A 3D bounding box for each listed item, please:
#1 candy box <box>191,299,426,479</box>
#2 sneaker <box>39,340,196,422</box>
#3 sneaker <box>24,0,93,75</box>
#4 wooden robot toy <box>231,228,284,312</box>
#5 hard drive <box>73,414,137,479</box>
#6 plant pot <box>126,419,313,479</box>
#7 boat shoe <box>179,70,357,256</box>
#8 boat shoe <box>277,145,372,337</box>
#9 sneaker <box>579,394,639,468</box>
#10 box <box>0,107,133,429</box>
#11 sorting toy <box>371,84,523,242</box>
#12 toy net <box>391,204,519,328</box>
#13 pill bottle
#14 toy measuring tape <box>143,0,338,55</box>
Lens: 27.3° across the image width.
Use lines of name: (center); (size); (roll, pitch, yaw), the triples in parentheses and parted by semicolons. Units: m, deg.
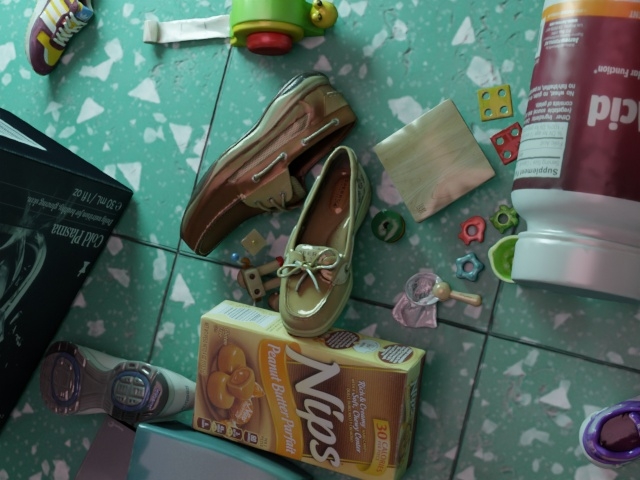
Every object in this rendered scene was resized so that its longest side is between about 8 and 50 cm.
candy box: (-0.020, 0.213, 1.871); (0.317, 0.087, 0.182); (13, 111, 21)
sneaker: (-0.308, 0.224, 1.989); (0.297, 0.129, 0.111); (10, 86, 39)
sneaker: (-0.412, -0.351, 2.112); (0.084, 0.069, 0.185); (12, 88, 25)
wooden robot toy: (-0.090, 0.063, 1.961); (0.076, 0.079, 0.173); (-20, 103, -16)
hard drive: (-0.316, 0.346, 2.019); (0.094, 0.022, 0.135); (28, 93, 20)
plant pot: (-0.141, 0.366, 1.890); (0.234, 0.166, 0.165); (11, 87, 14)
boat shoe: (-0.074, -0.098, 1.941); (0.120, 0.122, 0.324); (43, 98, 15)
boat shoe: (0.000, 0.000, 1.863); (0.105, 0.089, 0.285); (5, 59, 15)
sneaker: (0.447, 0.231, 1.730); (0.236, 0.104, 0.095); (-28, 74, 13)
box: (-0.587, 0.030, 1.908); (0.297, 0.480, 0.471); (32, 95, 19)
sorting toy: (0.175, -0.116, 1.895); (0.275, 0.046, 0.132); (-33, 74, 13)
toy net: (0.193, 0.042, 1.870); (0.232, 0.045, 0.122); (-28, 76, 14)
pill bottle: (0.374, -0.123, 1.733); (0.224, 0.224, 0.392); (9, 86, 20)
toy measuring tape: (-0.136, -0.335, 1.993); (0.330, 0.121, 0.121); (0, 83, 19)
